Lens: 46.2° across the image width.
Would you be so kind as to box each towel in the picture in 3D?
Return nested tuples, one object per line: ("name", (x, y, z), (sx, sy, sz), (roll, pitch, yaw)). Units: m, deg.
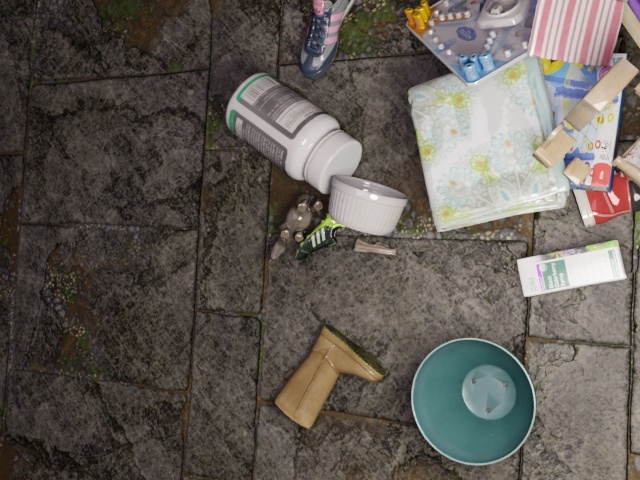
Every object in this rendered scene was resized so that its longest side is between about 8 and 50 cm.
("towel", (0.555, -0.462, 1.636), (0.197, 0.029, 0.144), (6, 108, -7))
("towel", (0.384, -0.226, 1.734), (0.320, 0.090, 0.375), (-13, 80, 23))

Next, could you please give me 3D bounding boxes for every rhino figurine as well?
("rhino figurine", (-0.082, -0.031, 2.129), (0.073, 0.106, 0.243), (31, 103, -14))

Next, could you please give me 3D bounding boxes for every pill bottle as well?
("pill bottle", (-0.074, -0.295, 2.084), (0.361, 0.204, 0.204), (39, 102, 23))

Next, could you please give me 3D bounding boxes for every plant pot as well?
("plant pot", (0.388, 0.377, 1.819), (0.290, 0.195, 0.290), (-2, 86, 25))

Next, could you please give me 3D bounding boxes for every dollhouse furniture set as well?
("dollhouse furniture set", (0.675, -0.180, 1.532), (0.355, 0.174, 0.303), (43, 89, 8))

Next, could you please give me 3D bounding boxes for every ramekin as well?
("ramekin", (0.118, -0.091, 1.984), (0.207, 0.207, 0.109), (23, 104, 25))

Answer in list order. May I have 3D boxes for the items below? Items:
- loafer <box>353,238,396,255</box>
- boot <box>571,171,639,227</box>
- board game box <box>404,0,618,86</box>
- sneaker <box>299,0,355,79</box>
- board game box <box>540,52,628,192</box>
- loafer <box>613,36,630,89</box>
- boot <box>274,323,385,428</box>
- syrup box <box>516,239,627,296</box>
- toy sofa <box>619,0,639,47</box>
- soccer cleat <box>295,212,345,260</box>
("loafer", (0.149, 0.017, 2.045), (0.125, 0.045, 0.039), (5, 81, 28))
("boot", (0.681, -0.170, 1.794), (0.176, 0.088, 0.244), (-19, 78, 15))
("board game box", (0.435, -0.563, 1.792), (0.390, 0.050, 0.390), (-31, 40, 3))
("sneaker", (0.001, -0.618, 2.114), (0.112, 0.131, 0.319), (21, 95, 25))
("board game box", (0.542, -0.281, 1.760), (0.302, 0.086, 0.308), (7, 89, 25))
("loafer", (0.715, -0.423, 1.801), (0.050, 0.056, 0.148), (-18, 77, 50))
("boot", (0.026, 0.400, 2.053), (0.236, 0.089, 0.269), (37, 102, 34))
("syrup box", (0.602, 0.070, 1.799), (0.236, 0.096, 0.093), (-13, 81, 23))
("toy sofa", (0.820, -0.430, 1.672), (0.177, 0.150, 0.363), (-45, 67, 48))
("soccer cleat", (0.000, 0.000, 2.109), (0.072, 0.060, 0.179), (44, 104, 8))
